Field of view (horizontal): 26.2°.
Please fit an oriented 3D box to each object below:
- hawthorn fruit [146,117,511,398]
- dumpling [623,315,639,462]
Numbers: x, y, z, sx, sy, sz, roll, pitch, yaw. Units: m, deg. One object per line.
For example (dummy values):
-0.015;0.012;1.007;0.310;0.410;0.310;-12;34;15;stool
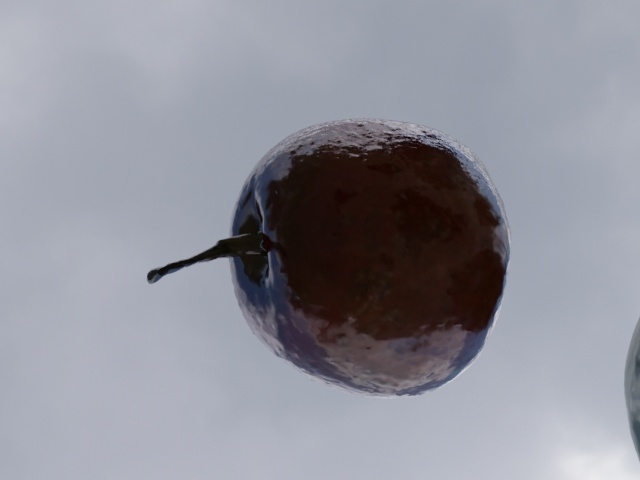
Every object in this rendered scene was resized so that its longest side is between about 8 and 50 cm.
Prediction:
0.037;-0.001;1.133;0.231;0.263;0.235;-22;-144;20;hawthorn fruit
0.373;0.155;1.063;0.233;0.395;0.316;-15;-91;-10;dumpling
